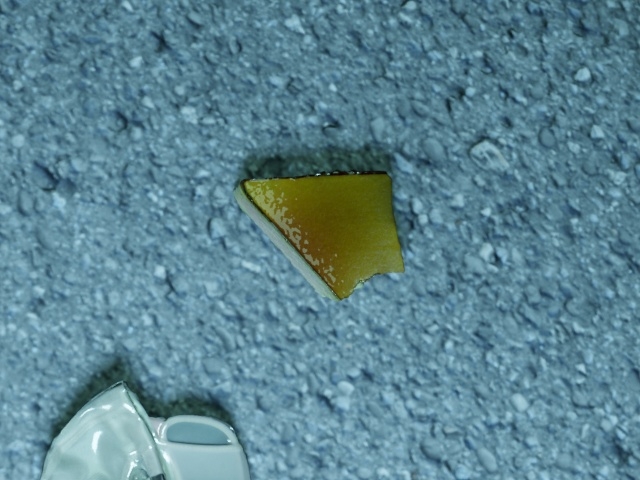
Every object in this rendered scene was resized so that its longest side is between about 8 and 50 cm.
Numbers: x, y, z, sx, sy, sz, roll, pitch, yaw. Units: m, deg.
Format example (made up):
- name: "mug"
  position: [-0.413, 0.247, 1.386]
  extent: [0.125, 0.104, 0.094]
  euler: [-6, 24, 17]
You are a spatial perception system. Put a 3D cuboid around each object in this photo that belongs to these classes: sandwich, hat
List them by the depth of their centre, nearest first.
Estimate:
- name: "hat"
  position: [-0.183, 0.292, 1.770]
  extent: [0.226, 0.164, 0.219]
  euler: [40, 31, -41]
- name: "sandwich"
  position: [0.000, 0.000, 1.922]
  extent: [0.193, 0.058, 0.162]
  euler: [-3, 75, -18]
